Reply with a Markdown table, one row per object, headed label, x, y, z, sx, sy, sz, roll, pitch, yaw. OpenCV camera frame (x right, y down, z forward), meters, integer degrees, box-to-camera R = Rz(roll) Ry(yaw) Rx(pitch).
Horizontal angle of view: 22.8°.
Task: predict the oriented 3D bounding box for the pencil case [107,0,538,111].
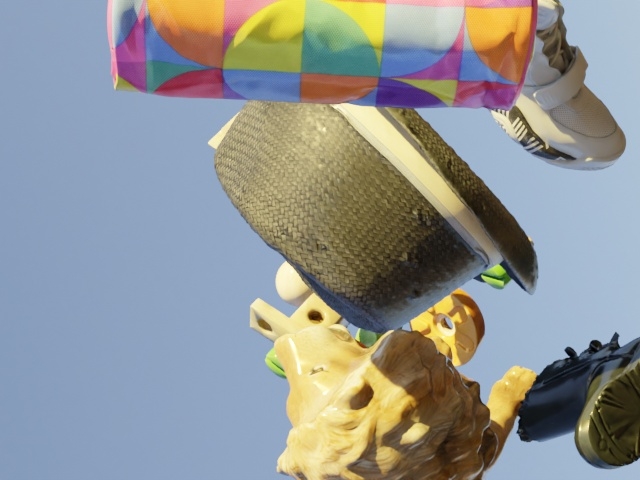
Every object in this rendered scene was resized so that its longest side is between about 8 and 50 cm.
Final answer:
| label | x | y | z | sx | sy | sz | roll | pitch | yaw |
| --- | --- | --- | --- | --- | --- | --- | --- | --- | --- |
| pencil case | -0.003 | -0.125 | 0.845 | 0.104 | 0.236 | 0.104 | -175 | 90 | -88 |

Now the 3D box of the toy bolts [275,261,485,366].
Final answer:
| label | x | y | z | sx | sy | sz | roll | pitch | yaw |
| --- | --- | --- | --- | --- | --- | --- | --- | --- | --- |
| toy bolts | 0.052 | 0.090 | 1.865 | 0.158 | 0.218 | 0.228 | -28 | -84 | -42 |

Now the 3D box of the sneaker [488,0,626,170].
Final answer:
| label | x | y | z | sx | sy | sz | roll | pitch | yaw |
| --- | --- | --- | --- | --- | --- | --- | --- | --- | --- |
| sneaker | 0.295 | -0.249 | 2.085 | 0.366 | 0.210 | 0.137 | 39 | -130 | -8 |

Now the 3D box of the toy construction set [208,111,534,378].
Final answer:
| label | x | y | z | sx | sy | sz | roll | pitch | yaw |
| --- | --- | --- | --- | --- | --- | --- | --- | --- | --- |
| toy construction set | 0.000 | 0.000 | 1.631 | 0.309 | 0.257 | 0.237 | 47 | -112 | -3 |

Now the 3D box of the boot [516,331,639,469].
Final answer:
| label | x | y | z | sx | sy | sz | roll | pitch | yaw |
| --- | --- | --- | --- | --- | --- | --- | --- | --- | --- |
| boot | 0.154 | 0.098 | 0.928 | 0.045 | 0.099 | 0.121 | 54 | -132 | -10 |

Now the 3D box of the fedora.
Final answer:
| label | x | y | z | sx | sy | sz | roll | pitch | yaw |
| --- | --- | --- | --- | --- | --- | --- | --- | --- | --- |
| fedora | 0.020 | -0.039 | 1.301 | 0.334 | 0.152 | 0.334 | 46 | 179 | 2 |

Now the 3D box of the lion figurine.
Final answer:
| label | x | y | z | sx | sy | sz | roll | pitch | yaw |
| --- | --- | --- | --- | --- | --- | --- | --- | --- | --- |
| lion figurine | 0.030 | 0.205 | 1.093 | 0.142 | 0.392 | 0.240 | 24 | -146 | 19 |
